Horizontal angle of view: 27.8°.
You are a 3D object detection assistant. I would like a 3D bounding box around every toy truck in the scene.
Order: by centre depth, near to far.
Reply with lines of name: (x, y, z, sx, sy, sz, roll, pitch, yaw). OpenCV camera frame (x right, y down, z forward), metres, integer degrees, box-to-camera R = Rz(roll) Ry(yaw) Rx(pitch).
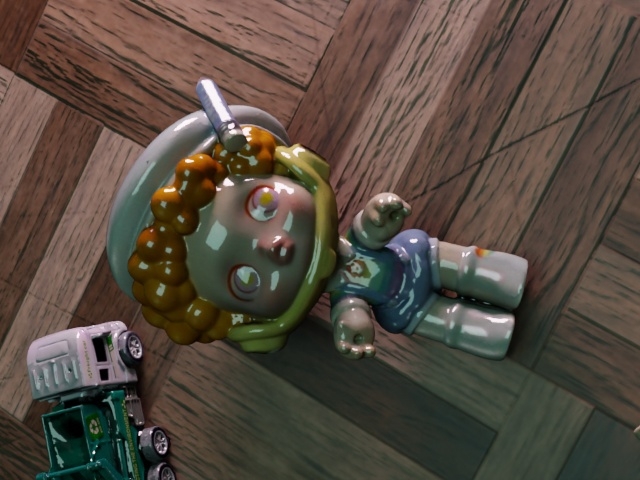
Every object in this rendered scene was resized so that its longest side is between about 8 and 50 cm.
toy truck: (-0.233, 0.193, 1.315, 0.110, 0.116, 0.216, -16, 81, 22)

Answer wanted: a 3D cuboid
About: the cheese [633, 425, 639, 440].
cheese: (0.377, 0.144, 1.082, 0.248, 0.071, 0.163, 28, 99, 22)

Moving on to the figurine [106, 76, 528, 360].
figurine: (-0.007, 0.031, 1.211, 0.381, 0.205, 0.225, 29, 96, 2)
